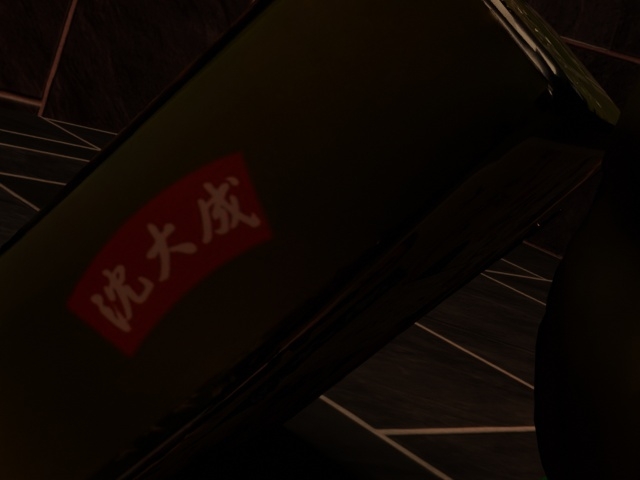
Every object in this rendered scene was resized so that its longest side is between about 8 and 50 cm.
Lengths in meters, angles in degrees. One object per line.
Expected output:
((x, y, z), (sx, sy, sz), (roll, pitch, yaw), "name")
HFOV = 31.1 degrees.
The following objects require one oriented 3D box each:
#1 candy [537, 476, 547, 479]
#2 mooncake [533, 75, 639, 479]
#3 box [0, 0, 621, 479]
((0.270, 0.253, 0.800), (0.323, 0.097, 0.097), (26, 7, -14), "candy")
((0.334, 0.068, 0.495), (0.466, 0.467, 0.262), (19, 11, -1), "mooncake")
((0.000, 0.000, 0.716), (0.138, 0.373, 0.420), (54, 17, 10), "box")
